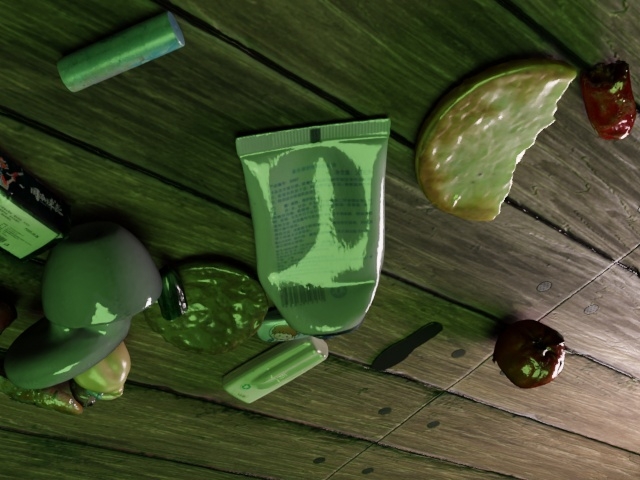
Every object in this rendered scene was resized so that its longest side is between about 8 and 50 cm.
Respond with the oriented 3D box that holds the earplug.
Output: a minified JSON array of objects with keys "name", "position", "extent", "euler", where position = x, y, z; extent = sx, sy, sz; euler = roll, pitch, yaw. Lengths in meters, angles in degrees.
[{"name":"earplug","position":[-0.385,0.108,1.153],"extent":[0.175,0.214,0.325],"euler":[39,117,-9]}]

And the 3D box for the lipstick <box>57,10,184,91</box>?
[{"name":"lipstick","position":[-0.253,-0.239,0.920],"extent":[0.158,0.048,0.048],"euler":[-21,136,8]}]

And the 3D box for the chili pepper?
[{"name":"chili pepper","position":[0.447,-0.210,1.113],"extent":[0.073,0.070,0.123],"euler":[-37,132,0]}]

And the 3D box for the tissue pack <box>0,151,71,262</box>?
[{"name":"tissue pack","position":[-0.451,-0.054,1.031],"extent":[0.103,0.090,0.170],"euler":[-28,137,15]}]

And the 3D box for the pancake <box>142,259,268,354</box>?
[{"name":"pancake","position":[-0.206,0.120,1.302],"extent":[0.222,0.042,0.236],"euler":[5,130,-7]}]

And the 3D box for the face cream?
[{"name":"face cream","position":[0.000,0.000,1.197],"extent":[0.235,0.137,0.420],"euler":[-7,128,-5]}]

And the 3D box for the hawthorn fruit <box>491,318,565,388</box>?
[{"name":"hawthorn fruit","position":[0.432,0.247,1.536],"extent":[0.148,0.148,0.172],"euler":[-1,154,-13]}]

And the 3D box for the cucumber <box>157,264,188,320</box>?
[{"name":"cucumber","position":[-0.253,0.086,1.213],"extent":[0.048,0.048,0.105],"euler":[-9,132,-5]}]

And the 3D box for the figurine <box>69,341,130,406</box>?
[{"name":"figurine","position":[-0.416,0.249,1.345],"extent":[0.108,0.114,0.196],"euler":[-2,145,-26]}]

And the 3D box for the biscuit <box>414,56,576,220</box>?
[{"name":"biscuit","position":[0.249,-0.157,1.136],"extent":[0.204,0.040,0.309],"euler":[3,134,-18]}]

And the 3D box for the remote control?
[{"name":"remote control","position":[-0.091,0.264,1.480],"extent":[0.230,0.049,0.090],"euler":[-32,131,21]}]

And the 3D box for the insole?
[{"name":"insole","position":[0.182,0.227,1.542],"extent":[0.188,0.004,0.064],"euler":[-39,132,24]}]

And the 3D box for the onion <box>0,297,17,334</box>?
[{"name":"onion","position":[-0.583,0.122,1.175],"extent":[0.150,0.150,0.140],"euler":[-26,105,13]}]

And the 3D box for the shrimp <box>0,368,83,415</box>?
[{"name":"shrimp","position":[-0.552,0.283,1.359],"extent":[0.223,0.047,0.126],"euler":[22,154,-5]}]

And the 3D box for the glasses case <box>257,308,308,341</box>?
[{"name":"glasses case","position":[-0.034,0.153,1.382],"extent":[0.178,0.045,0.067],"euler":[-10,136,-3]}]
